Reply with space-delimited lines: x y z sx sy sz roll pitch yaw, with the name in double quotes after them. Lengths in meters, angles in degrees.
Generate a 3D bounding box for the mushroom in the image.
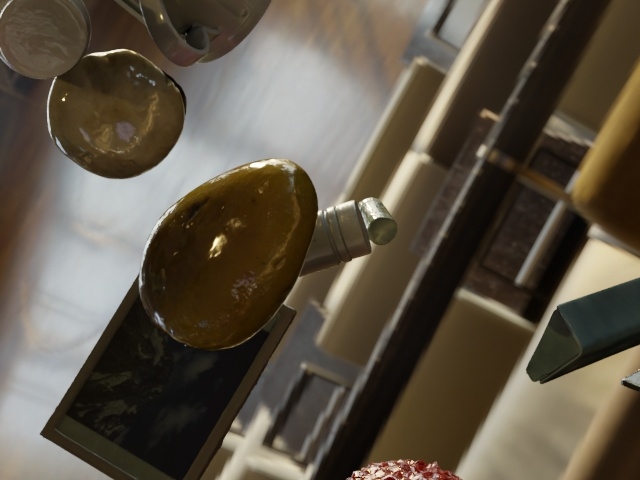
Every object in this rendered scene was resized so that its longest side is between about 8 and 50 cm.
-0.227 -0.144 1.463 0.154 0.154 0.122 -51 25 26 "mushroom"

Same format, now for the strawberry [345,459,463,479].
0.074 0.334 1.275 0.238 0.288 0.250 -30 67 3 "strawberry"

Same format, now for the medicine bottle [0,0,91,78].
-0.295 -0.226 1.383 0.103 0.102 0.187 -61 18 7 "medicine bottle"

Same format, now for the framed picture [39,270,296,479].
-0.180 0.159 1.562 0.281 0.209 0.019 -61 -20 -11 "framed picture"

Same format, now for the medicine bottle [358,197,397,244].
0.082 -0.029 1.942 0.047 0.047 0.083 -58 20 13 "medicine bottle"

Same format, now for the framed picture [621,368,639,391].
0.589 0.163 1.702 0.244 0.323 0.013 20 124 52 "framed picture"

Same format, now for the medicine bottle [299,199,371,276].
0.000 0.000 1.311 0.091 0.058 0.058 -18 39 7 "medicine bottle"

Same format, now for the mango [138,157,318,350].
-0.073 0.007 1.050 0.195 0.098 0.137 -51 43 34 "mango"

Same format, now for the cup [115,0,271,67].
-0.158 -0.306 1.442 0.167 0.202 0.221 -52 37 8 "cup"

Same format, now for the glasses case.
0.360 0.103 1.554 0.056 0.266 0.105 42 129 33 "glasses case"
